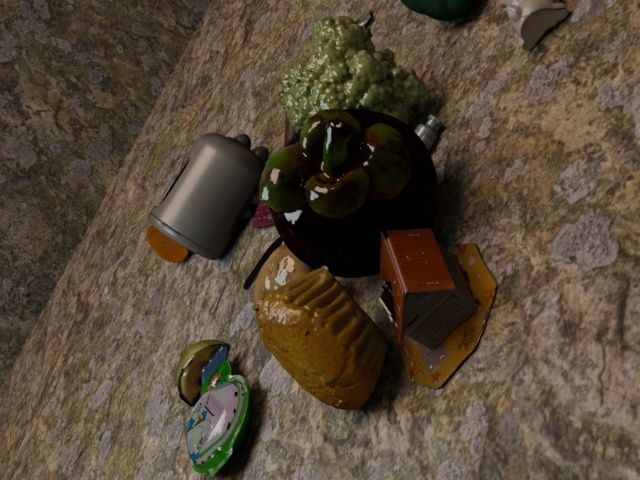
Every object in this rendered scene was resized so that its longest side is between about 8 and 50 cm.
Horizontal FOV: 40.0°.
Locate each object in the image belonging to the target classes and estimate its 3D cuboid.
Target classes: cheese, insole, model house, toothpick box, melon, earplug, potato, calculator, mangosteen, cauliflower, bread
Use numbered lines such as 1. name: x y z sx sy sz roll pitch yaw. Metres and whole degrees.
1. cheese: -0.206 0.332 1.746 0.204 0.083 0.320 -50 28 19
2. insole: -0.131 0.052 2.000 0.152 0.002 0.053 -54 26 12
3. model house: 0.141 0.088 1.311 0.207 0.136 0.219 -46 29 23
4. toothpick box: -0.258 -0.124 2.202 0.316 0.229 0.229 -57 25 2
5. melon: -0.283 0.275 1.953 0.160 0.079 0.128 -60 27 0
6. earplug: 0.272 -0.557 1.783 0.258 0.163 0.280 -19 47 1
7. potato: -0.045 0.111 1.623 0.161 0.128 0.234 17 114 44
8. calculator: -0.104 -0.118 2.098 0.127 0.034 0.190 -6 63 58
9. mangosteen: 0.053 -0.085 1.458 0.311 0.311 0.311 -42 31 33
10. cauliflower: 0.081 -0.281 1.707 0.261 0.326 0.281 -12 7 40
11. bread: 0.006 0.161 1.405 0.139 0.239 0.240 -38 17 -23

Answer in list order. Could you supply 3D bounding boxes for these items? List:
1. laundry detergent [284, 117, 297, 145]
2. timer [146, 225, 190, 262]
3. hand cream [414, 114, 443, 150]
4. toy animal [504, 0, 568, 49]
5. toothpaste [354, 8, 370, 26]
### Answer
1. laundry detergent: -0.044 -0.277 1.966 0.237 0.076 0.171 93 175 -46
2. timer: -0.390 -0.032 2.457 0.132 0.132 0.152 -34 14 43
3. hand cream: 0.167 -0.153 1.622 0.043 0.065 0.170 35 93 33
4. toy animal: 0.349 -0.434 1.507 0.131 0.127 0.181 -49 38 36
5. toothpaste: 0.050 -0.491 2.206 0.218 0.041 0.064 -43 24 24
